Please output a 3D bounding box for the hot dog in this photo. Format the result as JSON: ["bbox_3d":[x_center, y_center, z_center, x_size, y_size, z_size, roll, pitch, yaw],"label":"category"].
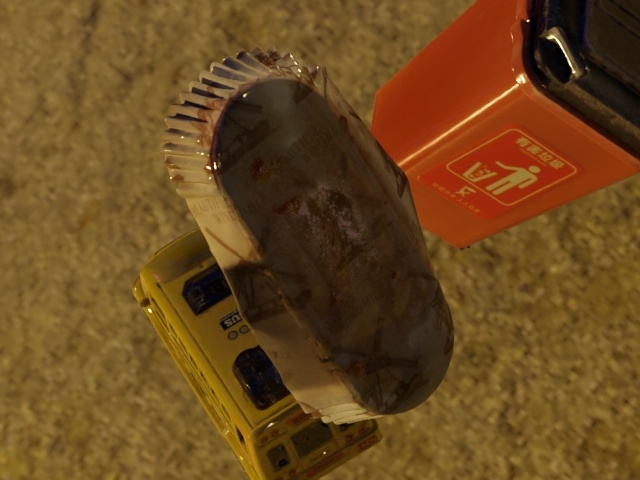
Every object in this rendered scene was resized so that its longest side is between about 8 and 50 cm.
[{"bbox_3d":[0.000,0.000,1.013,0.144,0.268,0.075,-41,27,-27],"label":"hot dog"}]

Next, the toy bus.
[{"bbox_3d":[-0.079,0.093,1.614,0.145,0.151,0.331,-32,51,-8],"label":"toy bus"}]

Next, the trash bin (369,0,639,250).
[{"bbox_3d":[0.150,-0.113,1.201,0.239,0.161,0.184,-31,38,45],"label":"trash bin"}]
